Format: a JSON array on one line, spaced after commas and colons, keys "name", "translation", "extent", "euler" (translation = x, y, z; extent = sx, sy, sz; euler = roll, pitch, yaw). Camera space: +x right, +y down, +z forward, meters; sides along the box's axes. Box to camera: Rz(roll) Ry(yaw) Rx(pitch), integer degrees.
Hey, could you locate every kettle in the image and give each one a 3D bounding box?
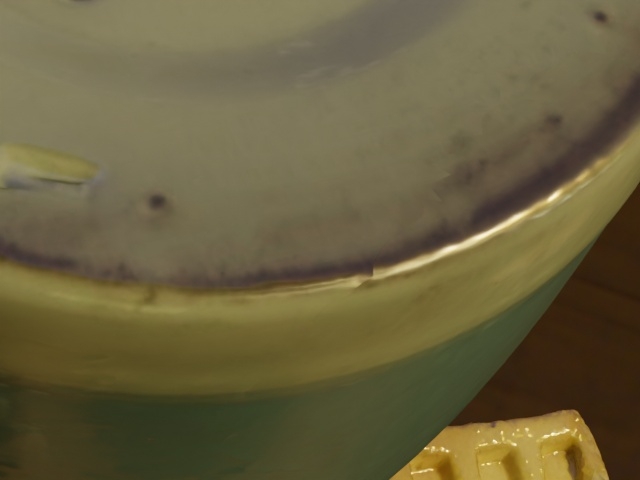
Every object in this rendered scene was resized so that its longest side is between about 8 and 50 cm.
[{"name": "kettle", "translation": [-0.077, -0.047, 0.555], "extent": [0.319, 0.247, 0.342], "euler": [59, -22, 19]}]

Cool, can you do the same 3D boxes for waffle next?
[{"name": "waffle", "translation": [0.111, 0.218, 1.448], "extent": [0.274, 0.168, 0.057], "euler": [-4, -24, -26]}]
